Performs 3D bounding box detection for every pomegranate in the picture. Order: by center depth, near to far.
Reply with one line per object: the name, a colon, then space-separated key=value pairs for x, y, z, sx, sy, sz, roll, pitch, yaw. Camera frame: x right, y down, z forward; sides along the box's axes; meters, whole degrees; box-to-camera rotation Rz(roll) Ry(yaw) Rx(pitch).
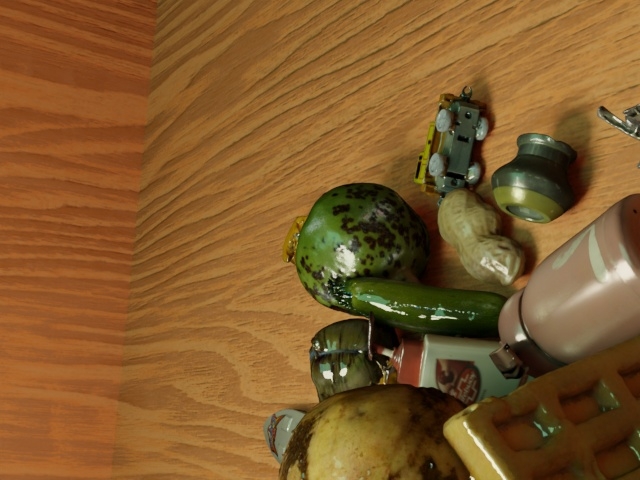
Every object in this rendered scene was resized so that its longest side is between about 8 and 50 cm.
pomegranate: x=0.096 y=0.329 z=1.353 sx=0.322 sy=0.322 sz=0.322 roll=-27 pitch=57 yaw=54
pomegranate: x=0.084 y=0.026 z=1.882 sx=0.270 sy=0.254 sz=0.254 roll=49 pitch=124 yaw=37

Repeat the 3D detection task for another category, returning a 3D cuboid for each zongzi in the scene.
zongzi: x=0.066 y=0.315 z=1.800 sx=0.323 sy=0.159 sz=0.361 roll=21 pitch=-112 yaw=-76

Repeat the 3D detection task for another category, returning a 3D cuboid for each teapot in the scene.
teapot: x=0.331 y=-0.091 z=1.620 sx=0.166 sy=0.130 sz=0.119 roll=90 pitch=-159 yaw=-78

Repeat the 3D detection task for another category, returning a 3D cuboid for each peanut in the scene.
peanut: x=0.264 y=-0.002 z=1.725 sx=0.104 sy=0.085 sz=0.228 roll=-51 pitch=40 yaw=23

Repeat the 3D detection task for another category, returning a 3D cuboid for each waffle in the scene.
waffle: x=0.345 y=0.296 z=1.209 sx=0.348 sy=0.304 sz=0.077 roll=58 pitch=150 yaw=27

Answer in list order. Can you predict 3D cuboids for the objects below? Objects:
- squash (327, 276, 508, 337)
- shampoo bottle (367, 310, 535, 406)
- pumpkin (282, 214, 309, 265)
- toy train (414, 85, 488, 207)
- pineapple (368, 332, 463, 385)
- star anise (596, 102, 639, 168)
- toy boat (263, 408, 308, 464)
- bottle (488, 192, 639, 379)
squash: x=0.161 y=0.110 z=1.725 sx=0.331 sy=0.087 sz=0.087 roll=8 pitch=87 yaw=20
shampoo bottle: x=0.196 y=0.194 z=1.588 sx=0.071 sy=0.284 sz=0.153 roll=-81 pitch=8 yaw=-75
pumpkin: x=0.000 y=0.000 z=2.164 sx=0.183 sy=0.107 sz=0.119 roll=156 pitch=127 yaw=-64
toy train: x=0.226 y=-0.163 z=1.844 sx=0.127 sy=0.089 sz=0.219 roll=-164 pitch=84 yaw=-71
pineapple: x=0.175 y=0.246 z=1.682 sx=0.076 sy=0.224 sz=0.225 roll=-159 pitch=81 yaw=-68
star anise: x=0.493 y=-0.166 z=1.381 sx=0.262 sy=0.081 sz=0.230 roll=-4 pitch=77 yaw=49
toy boat: x=-0.046 y=0.410 z=2.126 sx=0.295 sy=0.088 sz=0.129 roll=8 pitch=87 yaw=60
bottle: x=0.361 y=0.083 z=1.411 sx=0.173 sy=0.206 sz=0.297 roll=53 pitch=137 yaw=6
